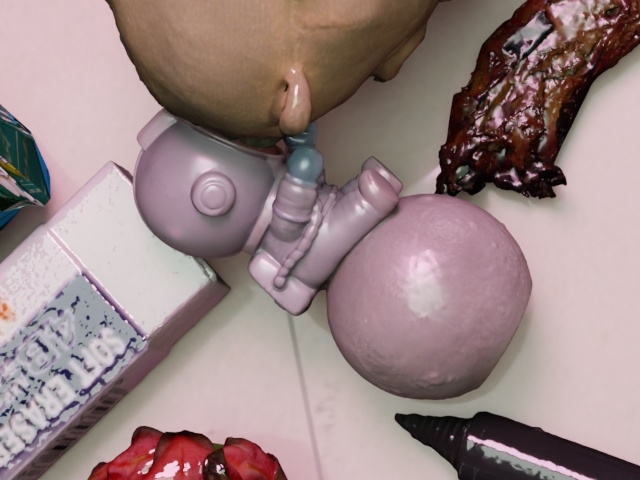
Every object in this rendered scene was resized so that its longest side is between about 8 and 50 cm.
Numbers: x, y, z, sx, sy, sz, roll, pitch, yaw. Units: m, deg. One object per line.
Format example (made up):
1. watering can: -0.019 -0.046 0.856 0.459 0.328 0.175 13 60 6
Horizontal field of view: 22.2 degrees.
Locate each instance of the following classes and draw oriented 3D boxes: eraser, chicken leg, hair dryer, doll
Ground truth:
1. eraser: -0.209 0.086 1.183 0.287 0.086 0.130 -43 81 1
2. chicken leg: 0.161 -0.115 1.167 0.105 0.063 0.234 32 87 6
3. hair dryer: 0.208 0.198 1.117 0.352 0.107 0.189 17 88 18
4. doll: 0.000 0.000 1.115 0.287 0.151 0.151 28 87 -3
5. doll: 0.011 -0.212 1.072 0.247 0.349 0.247 12 123 19

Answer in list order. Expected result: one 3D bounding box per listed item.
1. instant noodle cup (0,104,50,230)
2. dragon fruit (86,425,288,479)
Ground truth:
1. instant noodle cup: -0.333 -0.043 1.153 0.240 0.240 0.178 44 101 11
2. dragon fruit: -0.074 0.255 1.057 0.234 0.234 0.293 -41 47 2
